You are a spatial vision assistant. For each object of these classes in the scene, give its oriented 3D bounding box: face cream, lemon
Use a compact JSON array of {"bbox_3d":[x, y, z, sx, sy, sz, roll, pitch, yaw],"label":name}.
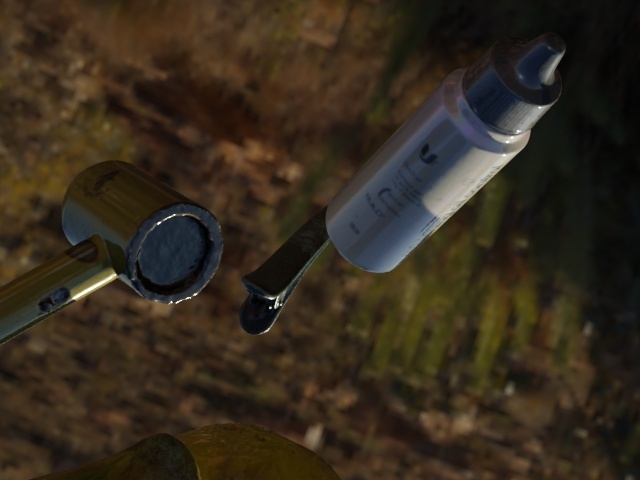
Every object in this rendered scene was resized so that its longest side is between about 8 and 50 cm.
[{"bbox_3d":[0.114,-0.084,1.605,0.092,0.092,0.311,26,138,-16],"label":"face cream"},{"bbox_3d":[-0.089,0.313,1.888,0.310,0.258,0.258,-11,145,40],"label":"lemon"}]

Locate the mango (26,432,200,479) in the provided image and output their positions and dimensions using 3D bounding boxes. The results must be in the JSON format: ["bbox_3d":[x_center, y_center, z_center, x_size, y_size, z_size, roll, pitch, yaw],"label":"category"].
[{"bbox_3d":[-0.227,0.285,1.575,0.146,0.316,0.193,17,138,53],"label":"mango"}]

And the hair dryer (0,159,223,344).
[{"bbox_3d":[-0.229,0.034,1.532,0.135,0.279,0.090,31,144,48],"label":"hair dryer"}]

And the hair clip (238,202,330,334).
[{"bbox_3d":[0.000,0.000,1.825,0.039,0.229,0.070,31,144,21],"label":"hair clip"}]
